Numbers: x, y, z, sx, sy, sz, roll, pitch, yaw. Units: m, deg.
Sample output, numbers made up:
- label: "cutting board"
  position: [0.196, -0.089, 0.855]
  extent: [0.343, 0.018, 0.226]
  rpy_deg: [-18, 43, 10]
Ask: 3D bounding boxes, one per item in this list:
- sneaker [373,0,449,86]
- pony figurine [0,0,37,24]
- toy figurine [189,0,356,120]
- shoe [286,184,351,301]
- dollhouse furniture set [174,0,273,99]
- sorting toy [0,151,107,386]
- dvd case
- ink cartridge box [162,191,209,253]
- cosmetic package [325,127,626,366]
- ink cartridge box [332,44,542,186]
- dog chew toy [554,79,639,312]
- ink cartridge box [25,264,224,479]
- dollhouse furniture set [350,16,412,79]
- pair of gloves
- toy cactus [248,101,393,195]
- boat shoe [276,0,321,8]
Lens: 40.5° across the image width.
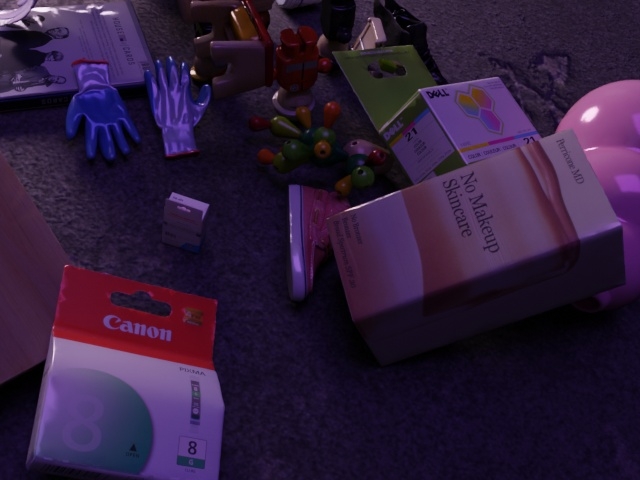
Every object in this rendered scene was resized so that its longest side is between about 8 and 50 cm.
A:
- label: "sneaker"
  position: [0.139, -0.292, 1.313]
  extent: [0.051, 0.089, 0.170]
  rpy_deg: [-30, 64, -31]
- label: "pony figurine"
  position: [-0.344, -0.501, 1.227]
  extent: [0.363, 0.351, 0.303]
  rpy_deg: [-3, 44, -46]
- label: "toy figurine"
  position: [-0.065, -0.291, 1.237]
  extent: [0.209, 0.148, 0.213]
  rpy_deg: [21, 53, 11]
- label: "shoe"
  position: [0.000, 0.000, 1.067]
  extent: [0.081, 0.063, 0.178]
  rpy_deg: [3, 47, -6]
- label: "dollhouse furniture set"
  position: [-0.112, -0.378, 1.072]
  extent: [0.152, 0.201, 0.374]
  rpy_deg: [-14, 51, -14]
- label: "sorting toy"
  position: [-0.397, 0.046, 0.877]
  extent: [0.255, 0.089, 0.257]
  rpy_deg: [-30, 85, -44]
- label: "dvd case"
  position: [-0.360, -0.260, 1.206]
  extent: [0.239, 0.029, 0.179]
  rpy_deg: [-10, 56, -21]
- label: "ink cartridge box"
  position: [-0.161, -0.026, 1.036]
  extent: [0.048, 0.083, 0.028]
  rpy_deg: [18, 51, 0]
- label: "cosmetic package"
  position: [0.173, 0.011, 0.982]
  extent: [0.296, 0.129, 0.153]
  rpy_deg: [-21, 54, 7]
- label: "ink cartridge box"
  position: [0.159, -0.182, 1.159]
  extent: [0.189, 0.097, 0.255]
  rpy_deg: [-18, 72, -44]
- label: "dog chew toy"
  position: [0.384, -0.051, 1.123]
  extent: [0.207, 0.206, 0.332]
  rpy_deg: [24, 59, 5]
- label: "ink cartridge box"
  position: [-0.185, 0.133, 0.881]
  extent: [0.181, 0.056, 0.224]
  rpy_deg: [16, 58, -23]
- label: "dollhouse furniture set"
  position: [0.097, -0.255, 1.291]
  extent: [0.059, 0.076, 0.151]
  rpy_deg: [6, 52, -25]
- label: "pair of gloves"
  position: [-0.239, -0.177, 1.153]
  extent: [0.198, 0.023, 0.159]
  rpy_deg: [-6, 69, -18]
- label: "toy cactus"
  position: [0.021, -0.123, 1.138]
  extent: [0.180, 0.112, 0.219]
  rpy_deg: [4, 12, -41]
- label: "boat shoe"
  position: [-0.061, -0.464, 1.417]
  extent: [0.076, 0.083, 0.226]
  rpy_deg: [-6, 65, -32]
